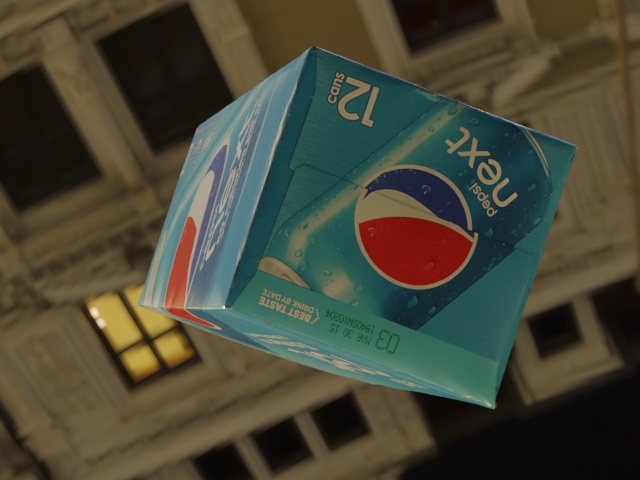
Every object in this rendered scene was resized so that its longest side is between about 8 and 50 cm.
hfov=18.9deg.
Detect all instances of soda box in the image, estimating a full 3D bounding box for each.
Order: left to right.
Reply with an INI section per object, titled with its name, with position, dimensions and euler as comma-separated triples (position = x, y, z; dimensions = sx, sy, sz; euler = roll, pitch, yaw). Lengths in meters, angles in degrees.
[soda box]
position = 0.000, 0.000, 0.542
dimensions = 0.071, 0.210, 0.067
euler = 20, -96, -10
